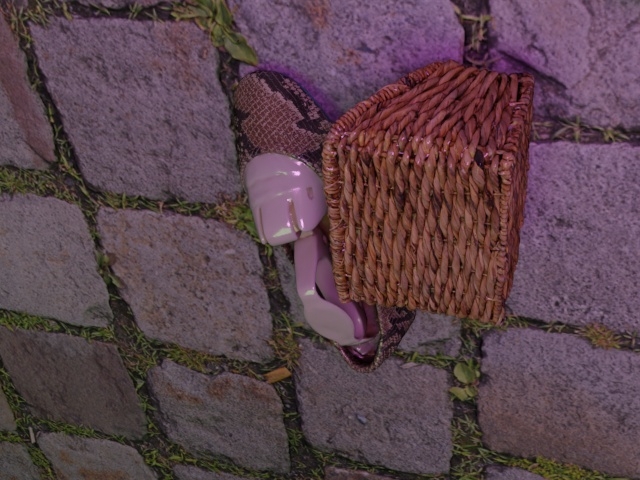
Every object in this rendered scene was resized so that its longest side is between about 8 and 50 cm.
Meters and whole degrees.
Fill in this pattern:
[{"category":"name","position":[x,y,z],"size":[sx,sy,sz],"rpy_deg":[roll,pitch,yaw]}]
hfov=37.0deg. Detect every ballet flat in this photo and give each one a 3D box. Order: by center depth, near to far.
[{"category":"ballet flat","position":[0.000,0.000,1.337],"size":[0.164,0.182,0.483],"rpy_deg":[-7,126,31]}]

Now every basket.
[{"category":"basket","position":[0.139,-0.070,1.182],"size":[0.223,0.213,0.299],"rpy_deg":[8,138,16]}]
